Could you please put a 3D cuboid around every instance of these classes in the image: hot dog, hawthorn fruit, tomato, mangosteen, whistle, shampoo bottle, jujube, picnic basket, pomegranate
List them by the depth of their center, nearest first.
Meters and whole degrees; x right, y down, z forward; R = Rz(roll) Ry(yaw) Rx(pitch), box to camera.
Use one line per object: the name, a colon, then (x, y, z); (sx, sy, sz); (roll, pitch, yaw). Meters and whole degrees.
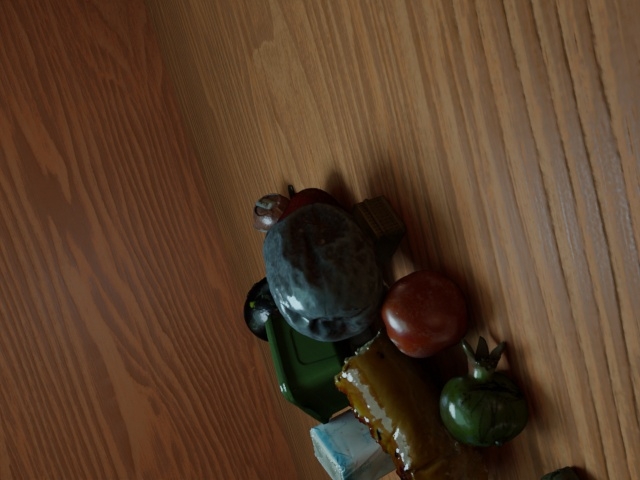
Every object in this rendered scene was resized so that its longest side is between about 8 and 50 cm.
pomegranate: (0.301, 0.278, 0.840); (0.131, 0.152, 0.190); (9, 96, 63)
tomato: (0.210, 0.156, 0.911); (0.152, 0.187, 0.187); (15, 126, 34)
jujube: (0.003, 0.058, 0.993); (0.215, 0.247, 0.307); (77, -177, -51)
hot dog: (0.206, 0.402, 1.020); (0.365, 0.196, 0.367); (52, -176, 23)
picnic basket: (0.124, -0.015, 1.084); (0.115, 0.080, 0.164); (61, 156, 26)
hawthorn fruit: (0.000, 0.000, 1.246); (0.266, 0.210, 0.230); (43, 143, 19)
shampoo bottle: (0.122, 0.289, 1.353); (0.192, 0.074, 0.074); (68, 158, 6)
whistle: (-0.116, -0.072, 1.523); (0.346, 0.142, 0.133); (22, 135, 45)
mangosteen: (-0.153, 0.268, 1.755); (0.288, 0.288, 0.287); (50, 150, 42)

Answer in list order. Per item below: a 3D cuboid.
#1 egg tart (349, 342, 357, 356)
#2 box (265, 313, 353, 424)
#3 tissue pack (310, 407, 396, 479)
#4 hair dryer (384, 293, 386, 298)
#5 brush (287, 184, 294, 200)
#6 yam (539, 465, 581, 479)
egg tart: (0.046, 0.378, 1.532); (0.341, 0.132, 0.341); (50, 152, 40)
box: (-0.001, 0.332, 1.248); (0.328, 0.178, 0.252); (57, -168, -53)
tissue pack: (0.131, 0.563, 1.291); (0.201, 0.271, 0.124); (29, 133, 59)
hair dryer: (0.049, 0.137, 1.297); (0.362, 0.203, 0.128); (12, 117, 46)
brush: (-0.096, -0.101, 1.614); (0.034, 0.028, 0.190); (25, 130, 59)
yam: (0.437, 0.464, 0.743); (0.179, 0.078, 0.078); (54, 153, 29)
